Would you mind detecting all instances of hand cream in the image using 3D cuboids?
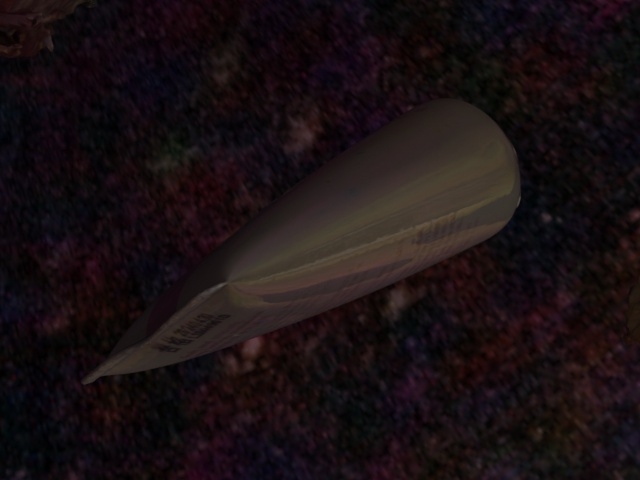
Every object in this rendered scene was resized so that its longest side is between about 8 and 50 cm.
[{"bbox_3d":[0.000,0.000,1.023,0.358,0.185,0.118,-27,87,-41],"label":"hand cream"}]

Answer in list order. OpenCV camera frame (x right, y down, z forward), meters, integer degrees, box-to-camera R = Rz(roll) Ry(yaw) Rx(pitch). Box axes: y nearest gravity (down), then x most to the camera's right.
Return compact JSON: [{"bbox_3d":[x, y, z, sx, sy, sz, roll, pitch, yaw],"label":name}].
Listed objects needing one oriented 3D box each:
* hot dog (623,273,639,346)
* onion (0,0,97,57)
[{"bbox_3d":[0.496,0.059,1.328,0.365,0.196,0.367,43,72,-11],"label":"hot dog"},{"bbox_3d":[-0.177,-0.235,0.691,0.256,0.230,0.272,13,91,18],"label":"onion"}]
